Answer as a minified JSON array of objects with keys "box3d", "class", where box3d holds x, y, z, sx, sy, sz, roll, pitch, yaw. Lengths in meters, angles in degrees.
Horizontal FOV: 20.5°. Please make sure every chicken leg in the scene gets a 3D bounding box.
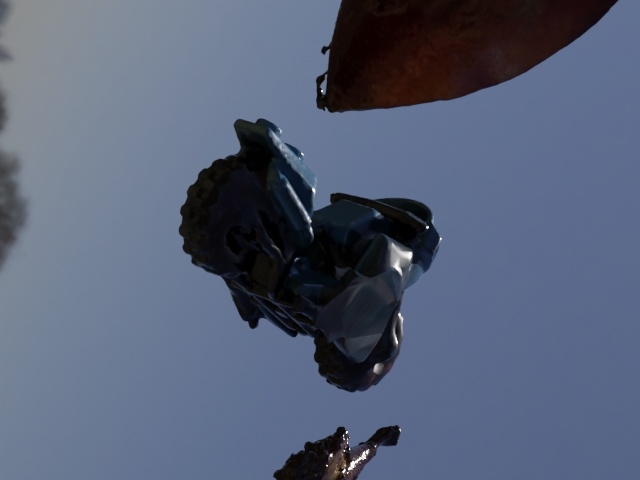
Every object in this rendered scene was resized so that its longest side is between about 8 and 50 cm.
[{"box3d":[0.010,0.148,1.199,0.062,0.037,0.145,-48,161,12],"class":"chicken leg"}]

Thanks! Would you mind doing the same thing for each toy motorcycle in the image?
[{"box3d":[0.000,0.000,1.951,0.172,0.416,0.232,19,-107,42],"class":"toy motorcycle"}]

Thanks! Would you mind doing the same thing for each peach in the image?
[{"box3d":[0.092,-0.187,1.135,0.279,0.068,0.189,-40,-133,7],"class":"peach"}]
